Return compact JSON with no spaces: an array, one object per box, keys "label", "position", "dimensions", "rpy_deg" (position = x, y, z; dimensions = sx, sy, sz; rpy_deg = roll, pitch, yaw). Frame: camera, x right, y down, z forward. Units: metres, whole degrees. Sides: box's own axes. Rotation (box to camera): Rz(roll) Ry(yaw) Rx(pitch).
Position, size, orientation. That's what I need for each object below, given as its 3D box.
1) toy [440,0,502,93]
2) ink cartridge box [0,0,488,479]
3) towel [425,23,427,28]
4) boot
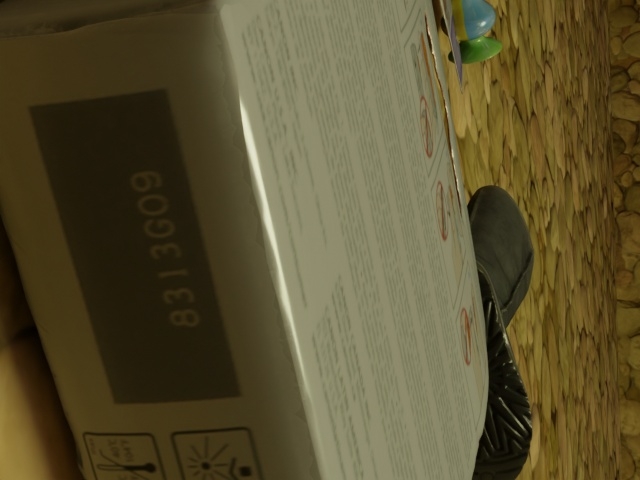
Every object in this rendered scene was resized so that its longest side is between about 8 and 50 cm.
[{"label":"toy","position":[0.102,-0.241,0.908],"dimensions":[0.137,0.056,0.237],"rpy_deg":[-77,158,-57]},{"label":"ink cartridge box","position":[0.000,0.000,0.556],"dimensions":[0.385,0.091,0.308],"rpy_deg":[-67,147,-63]},{"label":"towel","position":[0.055,-0.271,0.887],"dimensions":[0.102,0.021,0.237],"rpy_deg":[43,44,-73]},{"label":"boot","position":[0.128,0.067,0.971],"dimensions":[0.208,0.076,0.190],"rpy_deg":[-52,137,-74]}]
